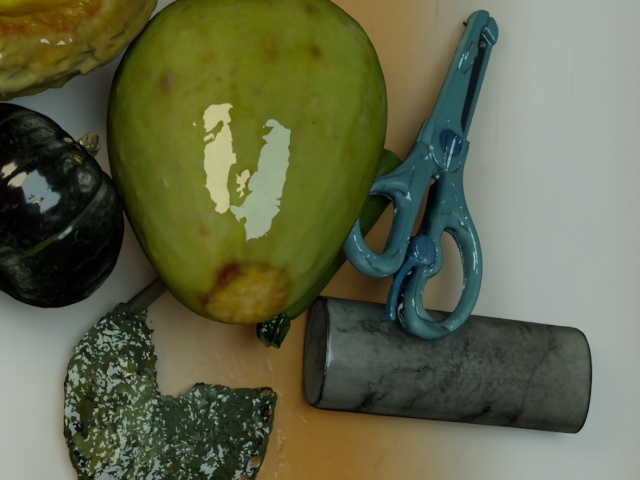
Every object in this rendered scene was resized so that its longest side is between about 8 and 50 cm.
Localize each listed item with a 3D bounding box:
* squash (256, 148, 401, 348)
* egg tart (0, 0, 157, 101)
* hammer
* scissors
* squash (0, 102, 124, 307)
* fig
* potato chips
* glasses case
[{"bbox_3d":[0.000,0.000,1.618,0.066,0.066,0.252,44,62,-10],"label":"squash"},{"bbox_3d":[-0.325,-0.291,1.450,0.388,0.169,0.387,7,75,-27],"label":"egg tart"},{"bbox_3d":[-0.159,0.045,1.570,0.182,0.017,0.062,-40,96,-24],"label":"hammer"},{"bbox_3d":[0.125,-0.081,1.666,0.180,0.032,0.393,39,54,-28],"label":"scissors"},{"bbox_3d":[-0.259,-0.031,1.447,0.193,0.193,0.156,42,49,-11],"label":"squash"},{"bbox_3d":[-0.071,-0.075,1.485,0.258,0.258,0.326,22,50,-19],"label":"fig"},{"bbox_3d":[-0.148,0.170,1.540,0.220,0.029,0.202,46,69,-14],"label":"potato chips"},{"bbox_3d":[0.131,0.125,1.656,0.299,0.060,0.114,9,78,-22],"label":"glasses case"}]
